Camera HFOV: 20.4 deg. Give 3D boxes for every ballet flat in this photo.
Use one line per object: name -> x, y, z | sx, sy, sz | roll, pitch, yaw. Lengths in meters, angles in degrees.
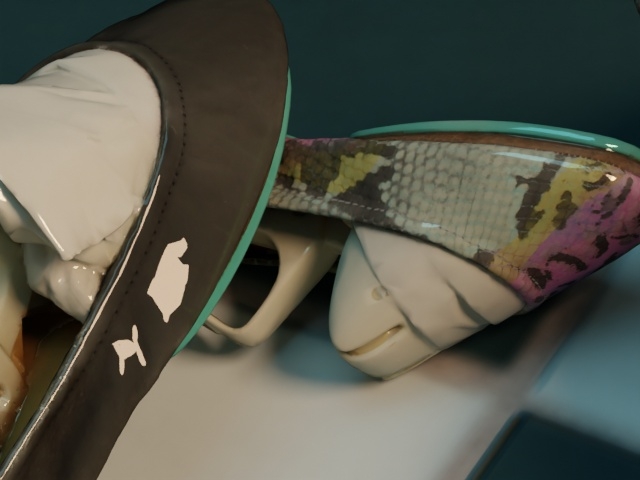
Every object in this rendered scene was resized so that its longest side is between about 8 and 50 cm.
ballet flat -> -0.090, 0.025, 0.490 | 0.095, 0.096, 0.280 | 8, 64, 34
ballet flat -> 0.000, 0.000, 0.566 | 0.221, 0.077, 0.079 | 9, 67, 31

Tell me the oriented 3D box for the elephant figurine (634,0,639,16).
elephant figurine -> 0.162, -0.026, 0.494 | 0.239, 0.186, 0.169 | 25, 97, 59
